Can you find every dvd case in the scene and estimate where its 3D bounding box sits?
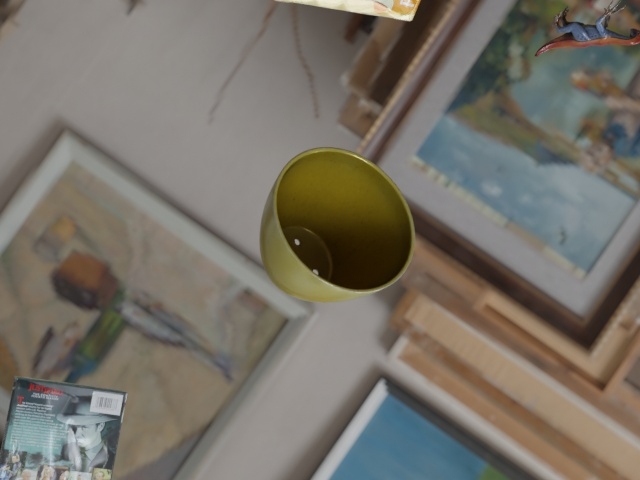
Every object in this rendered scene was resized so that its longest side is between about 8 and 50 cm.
[{"bbox_3d":[-0.198,0.166,1.025,0.087,0.119,0.013,10,-179,-23],"label":"dvd case"}]

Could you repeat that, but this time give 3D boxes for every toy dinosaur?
[{"bbox_3d":[0.270,-0.201,1.340,0.082,0.090,0.047,34,-157,14],"label":"toy dinosaur"}]

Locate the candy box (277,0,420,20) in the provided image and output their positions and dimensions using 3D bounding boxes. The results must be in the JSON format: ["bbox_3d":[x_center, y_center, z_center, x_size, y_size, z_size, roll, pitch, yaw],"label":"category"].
[{"bbox_3d":[0.067,-0.402,1.482,0.183,0.316,0.087,4,-141,-28],"label":"candy box"}]

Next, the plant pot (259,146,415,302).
[{"bbox_3d":[0.000,0.000,1.176,0.134,0.134,0.095,35,144,-10],"label":"plant pot"}]
